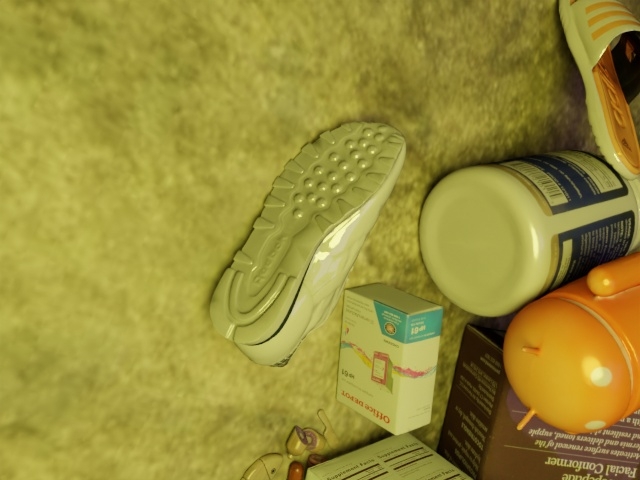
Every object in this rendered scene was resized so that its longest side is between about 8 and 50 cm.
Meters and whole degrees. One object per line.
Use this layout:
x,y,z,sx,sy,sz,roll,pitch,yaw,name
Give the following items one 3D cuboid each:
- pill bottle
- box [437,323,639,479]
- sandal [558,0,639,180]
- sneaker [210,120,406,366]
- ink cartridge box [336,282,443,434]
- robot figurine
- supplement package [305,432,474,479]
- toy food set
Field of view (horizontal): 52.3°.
0.248,-0.019,0.715,0.264,0.153,0.153,-13,110,-37,pill bottle
0.236,0.307,0.763,0.191,0.143,0.381,9,98,-9,box
0.335,-0.188,0.720,0.102,0.076,0.265,23,53,-38,sandal
0.000,0.000,0.568,0.235,0.090,0.095,-53,142,-11,sneaker
0.065,0.114,0.639,0.052,0.088,0.122,-9,108,-39,ink cartridge box
0.261,0.097,0.603,0.219,0.158,0.128,-19,73,-27,robot figurine
0.088,0.334,0.630,0.149,0.203,0.194,-5,112,-40,supplement package
-0.026,0.228,0.640,0.122,0.019,0.078,-39,124,-26,toy food set
